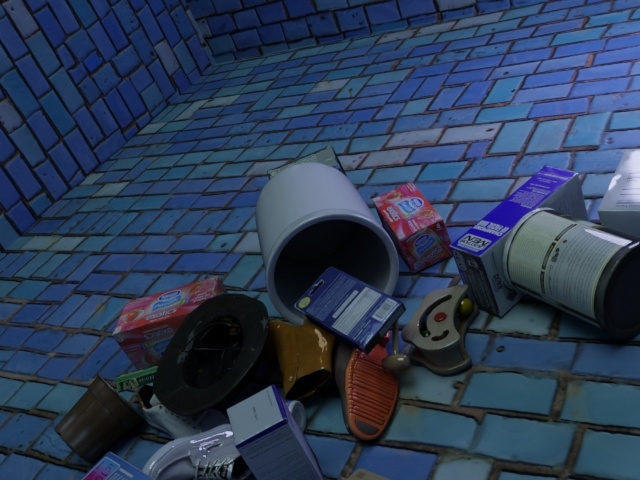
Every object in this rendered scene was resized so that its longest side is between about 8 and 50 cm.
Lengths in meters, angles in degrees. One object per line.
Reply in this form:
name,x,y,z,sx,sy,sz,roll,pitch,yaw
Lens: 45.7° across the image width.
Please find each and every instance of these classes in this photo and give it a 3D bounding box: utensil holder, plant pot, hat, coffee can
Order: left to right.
plant pot,-0.547,0.444,1.861,0.165,0.167,0.167,-46,35,-18
hat,-0.233,0.289,1.795,0.331,0.134,0.331,-19,41,18
utensil holder,0.000,0.000,1.978,0.327,0.328,0.385,-24,28,2
coffee can,0.551,0.060,1.594,0.201,0.201,0.275,-35,32,-17

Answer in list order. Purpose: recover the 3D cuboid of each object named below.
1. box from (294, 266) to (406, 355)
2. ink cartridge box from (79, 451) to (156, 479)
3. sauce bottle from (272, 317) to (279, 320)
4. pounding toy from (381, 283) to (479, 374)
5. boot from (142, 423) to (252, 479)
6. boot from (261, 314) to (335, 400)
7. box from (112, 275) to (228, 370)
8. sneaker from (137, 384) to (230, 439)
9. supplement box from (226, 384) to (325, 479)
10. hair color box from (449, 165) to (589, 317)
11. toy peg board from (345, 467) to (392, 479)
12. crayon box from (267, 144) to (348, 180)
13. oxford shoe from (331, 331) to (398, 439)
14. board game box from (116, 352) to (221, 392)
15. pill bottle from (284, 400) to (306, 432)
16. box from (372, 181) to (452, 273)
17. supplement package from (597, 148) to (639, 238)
box,0.062,0.150,1.679,0.225,0.036,0.136,27,65,40
ink cartridge box,-0.260,0.563,1.342,0.395,0.270,0.151,8,46,44
sauce bottle,-0.159,0.248,1.983,0.128,0.042,0.042,-33,31,-13
pounding toy,0.254,0.185,1.663,0.154,0.155,0.269,-1,38,43
boot,-0.229,0.455,1.554,0.123,0.095,0.258,14,22,41
boot,-0.077,0.282,1.773,0.295,0.104,0.211,-37,34,37
box,-0.388,0.229,2.073,0.300,0.154,0.142,-17,31,16
sneaker,-0.333,0.406,1.786,0.290,0.123,0.106,3,39,38
supplement box,-0.084,0.414,1.495,0.114,0.220,0.111,-28,30,-2
hair color box,0.472,-0.002,1.767,0.339,0.185,0.110,-38,32,-21
toy peg board,0.088,0.513,1.378,0.161,0.079,0.160,8,28,43
crayon box,-0.007,-0.136,2.267,0.203,0.323,0.083,-22,61,7
oxford shoe,0.084,0.297,1.690,0.133,0.130,0.364,-46,24,36
board game box,-0.384,0.326,1.916,0.259,0.030,0.136,-14,3,-15
pill bottle,-0.108,0.397,1.678,0.137,0.078,0.078,-9,34,24
box,0.247,-0.040,2.050,0.128,0.123,0.257,-24,30,0
supplement package,0.748,-0.090,1.746,0.134,0.139,0.244,1,41,39
